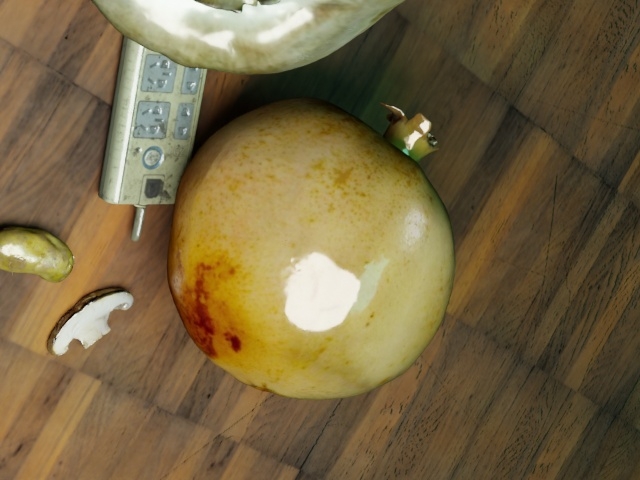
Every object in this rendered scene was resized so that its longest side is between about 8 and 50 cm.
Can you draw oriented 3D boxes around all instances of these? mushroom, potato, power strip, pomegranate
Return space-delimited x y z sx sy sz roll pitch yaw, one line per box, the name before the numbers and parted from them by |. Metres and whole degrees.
mushroom | -0.065 -0.299 1.340 0.260 0.352 0.352 -76 156 -54
potato | -0.276 0.011 1.491 0.092 0.046 0.045 16 134 -33
mushroom | -0.234 0.080 1.573 0.101 0.019 0.049 -35 127 -19
power strip | -0.161 -0.126 1.528 0.092 0.034 0.268 -1 110 -39
pomegranate | 0.000 0.000 1.548 0.319 0.319 0.319 -17 119 -33
